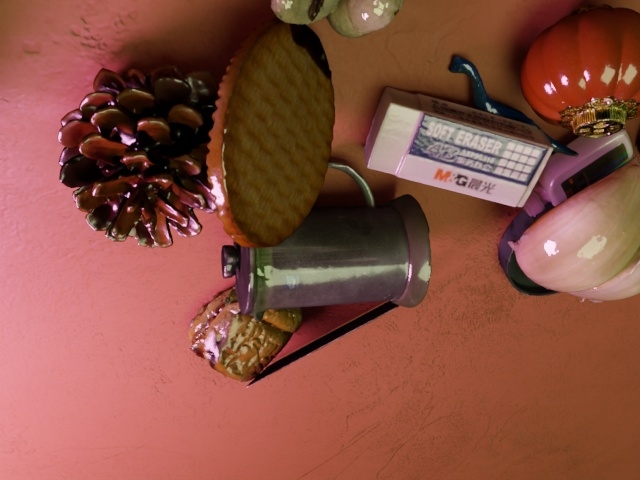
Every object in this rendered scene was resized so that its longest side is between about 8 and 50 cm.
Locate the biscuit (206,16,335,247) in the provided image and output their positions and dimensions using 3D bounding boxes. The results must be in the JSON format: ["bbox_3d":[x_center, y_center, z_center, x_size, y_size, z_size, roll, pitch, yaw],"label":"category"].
[{"bbox_3d":[-0.059,-0.143,0.897,0.040,0.318,0.318,13,140,24],"label":"biscuit"}]

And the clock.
[{"bbox_3d":[0.513,0.002,1.376,0.280,0.055,0.281,-10,133,-11],"label":"clock"}]

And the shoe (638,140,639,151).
[{"bbox_3d":[0.693,-0.174,1.282,0.077,0.074,0.194,-50,130,-4],"label":"shoe"}]

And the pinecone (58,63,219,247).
[{"bbox_3d":[-0.228,-0.110,0.870,0.264,0.264,0.264,-10,133,-11],"label":"pinecone"}]

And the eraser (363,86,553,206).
[{"bbox_3d":[0.221,-0.150,1.061,0.279,0.081,0.124,13,125,-8],"label":"eraser"}]

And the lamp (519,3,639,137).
[{"bbox_3d":[0.425,-0.263,1.006,0.223,0.196,0.223,2,167,0],"label":"lamp"}]

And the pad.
[{"bbox_3d":[0.015,0.198,1.303,0.330,0.004,0.220,-29,177,7],"label":"pad"}]

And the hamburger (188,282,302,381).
[{"bbox_3d":[-0.141,0.180,1.249,0.206,0.130,0.183,-41,134,15],"label":"hamburger"}]

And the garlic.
[{"bbox_3d":[0.512,-0.013,1.183,0.313,0.249,0.286,-35,118,29],"label":"garlic"}]

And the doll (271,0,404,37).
[{"bbox_3d":[0.011,-0.345,0.790,0.278,0.149,0.175,12,135,-41],"label":"doll"}]

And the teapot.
[{"bbox_3d":[0.000,0.000,1.108,0.337,0.200,0.270,-3,105,-15],"label":"teapot"}]

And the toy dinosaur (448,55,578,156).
[{"bbox_3d":[0.326,-0.213,1.087,0.247,0.075,0.188,7,135,3],"label":"toy dinosaur"}]

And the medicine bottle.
[{"bbox_3d":[0.473,-0.130,1.223,0.219,0.078,0.115,-36,146,12],"label":"medicine bottle"}]
